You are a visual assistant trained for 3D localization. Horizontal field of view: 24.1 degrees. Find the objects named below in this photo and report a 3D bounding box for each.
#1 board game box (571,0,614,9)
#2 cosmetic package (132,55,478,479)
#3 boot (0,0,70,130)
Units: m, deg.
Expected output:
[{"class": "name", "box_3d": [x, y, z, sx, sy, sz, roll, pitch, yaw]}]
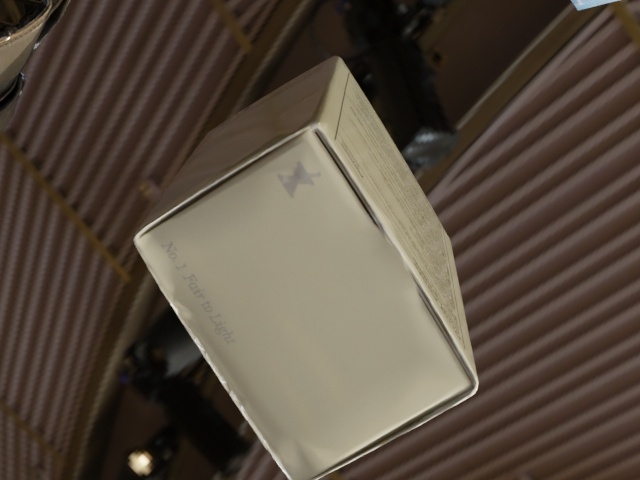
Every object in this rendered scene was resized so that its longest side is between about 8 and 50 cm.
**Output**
[{"class": "board game box", "box_3d": [0.156, -0.282, 1.000, 0.039, 0.160, 0.211, -9, -106, 22]}, {"class": "cosmetic package", "box_3d": [0.000, 0.000, 0.868, 0.113, 0.309, 0.160, -30, -81, 10]}, {"class": "boot", "box_3d": [-0.250, -0.030, 0.733, 0.091, 0.263, 0.229, 51, -28, 12]}]
